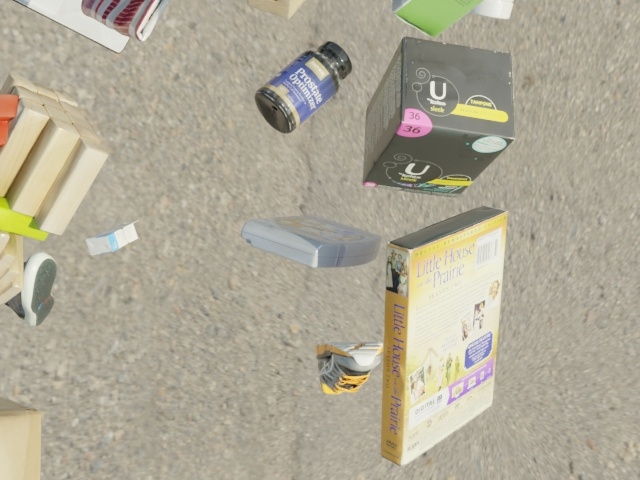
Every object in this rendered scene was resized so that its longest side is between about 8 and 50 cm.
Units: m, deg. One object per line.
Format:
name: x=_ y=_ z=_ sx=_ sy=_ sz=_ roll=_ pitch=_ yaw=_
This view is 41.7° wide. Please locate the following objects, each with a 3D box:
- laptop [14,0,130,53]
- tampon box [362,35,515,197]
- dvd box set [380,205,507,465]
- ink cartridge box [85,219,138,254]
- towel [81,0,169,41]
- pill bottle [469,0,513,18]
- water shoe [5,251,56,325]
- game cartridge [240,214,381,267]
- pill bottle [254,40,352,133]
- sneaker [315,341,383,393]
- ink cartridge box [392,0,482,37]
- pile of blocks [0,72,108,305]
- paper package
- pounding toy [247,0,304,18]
laptop: x=-0.419 y=-0.554 z=1.500 sx=0.408 sy=0.382 sz=0.236 roll=-55 pitch=33 yaw=17
tampon box: x=0.122 y=-0.127 z=0.905 sx=0.120 sy=0.161 sz=0.101 roll=6 pitch=70 yaw=-9
dvd box set: x=0.230 y=0.169 z=1.560 sx=0.062 sy=0.307 sz=0.420 roll=17 pitch=116 yaw=40
ink cartridge box: x=-0.326 y=-0.005 z=1.334 sx=0.048 sy=0.083 sz=0.028 roll=-8 pitch=105 yaw=28
towel: x=-0.266 y=-0.428 z=1.270 sx=0.237 sy=0.037 sz=0.329 roll=-60 pitch=34 yaw=4
pill bottle: x=0.386 y=-0.604 z=1.818 sx=0.131 sy=0.131 sz=0.229 roll=16 pitch=111 yaw=13
water shoe: x=-0.452 y=0.070 z=1.270 sx=0.080 sy=0.203 sz=0.073 roll=29 pitch=56 yaw=-1
game cartridge: x=0.000 y=0.000 z=1.695 sx=0.198 sy=0.297 sz=0.062 roll=14 pitch=100 yaw=26
pill bottle: x=-0.035 y=-0.352 z=1.904 sx=0.123 sy=0.123 sz=0.219 roll=41 pitch=70 yaw=15
sneaker: x=0.045 y=0.200 z=1.314 sx=0.084 sy=0.215 sz=0.083 roll=3 pitch=80 yaw=-11
ink cartridge box: x=0.160 y=-0.304 z=0.818 sx=0.209 sy=0.062 sz=0.109 roll=-31 pitch=47 yaw=44
pile of blocks: x=-0.340 y=-0.011 z=0.741 sx=0.362 sy=0.112 sz=0.149 roll=-35 pitch=55 yaw=31
paper package: x=-0.627 y=0.444 z=1.489 sx=0.309 sy=0.168 sz=0.325 roll=-2 pitch=85 yaw=51
pounding toy: x=-0.113 y=-0.596 z=1.942 sx=0.141 sy=0.100 sz=0.130 roll=22 pitch=51 yaw=11
